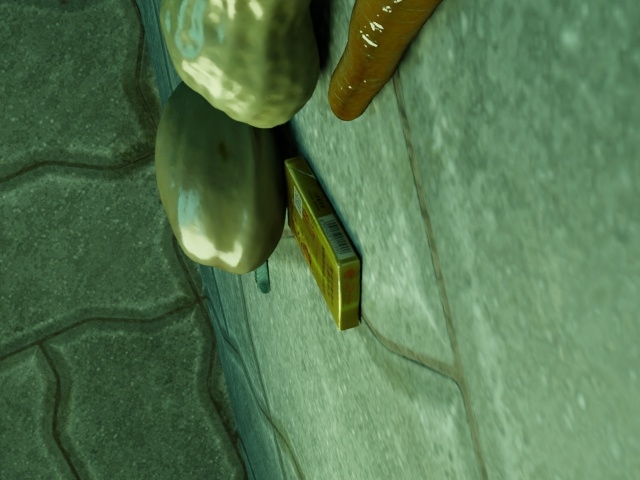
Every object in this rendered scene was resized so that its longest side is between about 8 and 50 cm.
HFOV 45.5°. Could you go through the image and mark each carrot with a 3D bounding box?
[{"bbox_3d":[0.034,-0.115,0.419,0.248,0.043,0.043,128,127,-75],"label":"carrot"}]

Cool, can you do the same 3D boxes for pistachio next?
[{"bbox_3d":[-0.101,-0.078,0.810,0.153,0.137,0.238,-37,55,39],"label":"pistachio"}]

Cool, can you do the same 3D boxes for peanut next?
[{"bbox_3d":[-0.056,-0.183,0.542,0.257,0.123,0.124,93,159,-57],"label":"peanut"}]

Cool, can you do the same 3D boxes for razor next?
[{"bbox_3d":[-0.088,0.012,1.083,0.190,0.033,0.066,82,166,-48],"label":"razor"}]

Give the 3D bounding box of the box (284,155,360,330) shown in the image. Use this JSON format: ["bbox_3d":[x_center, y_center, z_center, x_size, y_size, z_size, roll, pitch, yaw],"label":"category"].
[{"bbox_3d":[0.000,0.000,0.713,0.156,0.022,0.089,-118,20,-45],"label":"box"}]
